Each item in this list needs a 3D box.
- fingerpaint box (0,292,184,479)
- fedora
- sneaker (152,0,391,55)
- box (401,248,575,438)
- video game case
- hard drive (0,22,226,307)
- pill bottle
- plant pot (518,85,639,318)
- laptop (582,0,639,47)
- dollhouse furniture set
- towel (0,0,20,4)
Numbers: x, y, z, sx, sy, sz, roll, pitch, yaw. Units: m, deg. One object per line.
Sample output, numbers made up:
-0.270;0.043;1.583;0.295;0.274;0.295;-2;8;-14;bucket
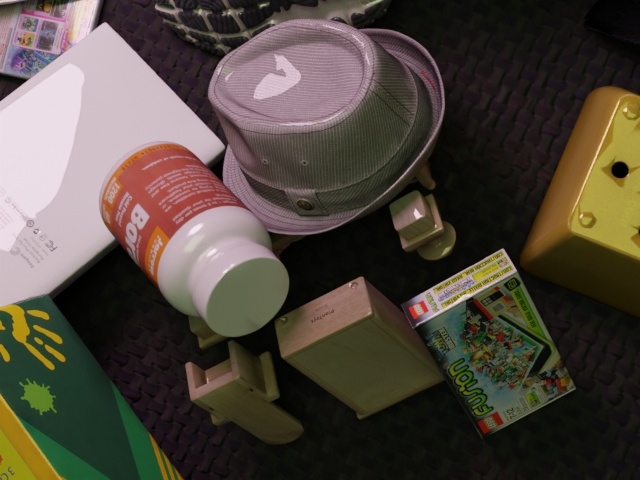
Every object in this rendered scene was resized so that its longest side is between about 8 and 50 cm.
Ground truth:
-0.335;0.334;1.281;0.445;0.163;0.371;-42;81;24;fingerpaint box
-0.017;-0.134;1.298;0.275;0.124;0.243;13;71;39;fedora
-0.048;-0.274;1.428;0.275;0.107;0.110;-5;49;14;sneaker
0.170;0.107;1.292;0.114;0.207;0.036;-30;43;5;box
-0.324;-0.261;1.496;0.143;0.019;0.157;13;85;10;video game case
-0.284;-0.072;1.407;0.307;0.040;0.203;-41;80;-17;hard drive
-0.124;-0.001;1.292;0.121;0.121;0.216;-47;47;1;pill bottle
0.329;-0.038;1.283;0.212;0.187;0.212;23;87;11;plant pot
0.560;-0.246;1.294;0.408;0.236;0.382;40;88;-4;laptop
0.000;0.000;1.406;0.303;0.174;0.355;-28;50;17;dollhouse furniture set
-0.343;-0.366;1.491;0.144;0.029;0.197;-10;74;3;towel
